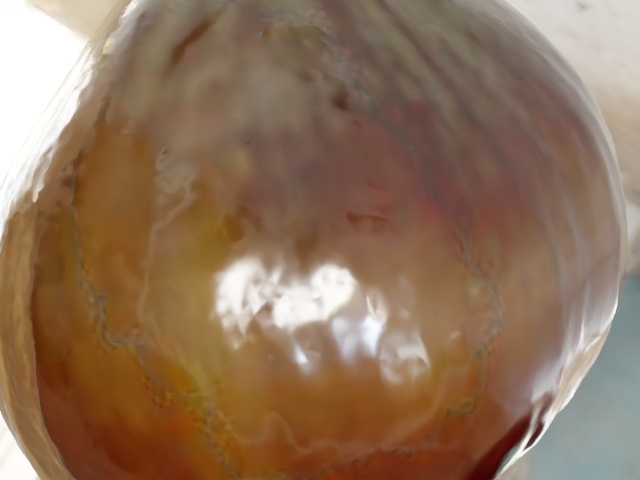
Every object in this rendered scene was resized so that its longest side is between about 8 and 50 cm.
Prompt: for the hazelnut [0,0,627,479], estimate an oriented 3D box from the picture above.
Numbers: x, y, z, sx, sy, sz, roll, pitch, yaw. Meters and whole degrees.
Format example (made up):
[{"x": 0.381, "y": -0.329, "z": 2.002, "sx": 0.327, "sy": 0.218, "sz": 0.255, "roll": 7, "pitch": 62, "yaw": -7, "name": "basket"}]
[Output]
[{"x": 0.000, "y": 0.000, "z": 0.878, "sx": 0.359, "sy": 0.359, "sz": 0.409, "roll": 32, "pitch": -141, "yaw": 9, "name": "hazelnut"}]
